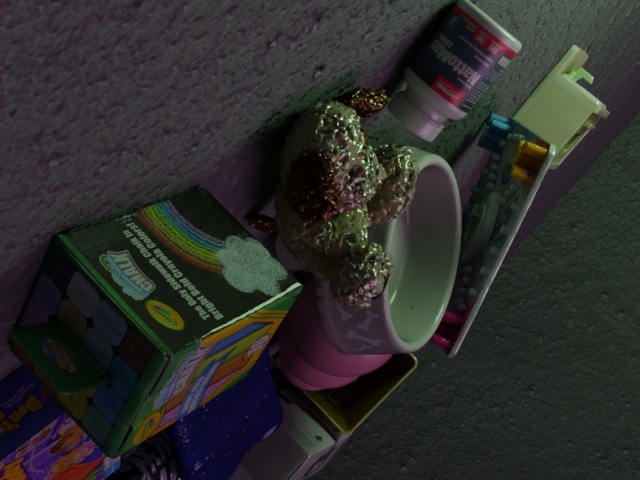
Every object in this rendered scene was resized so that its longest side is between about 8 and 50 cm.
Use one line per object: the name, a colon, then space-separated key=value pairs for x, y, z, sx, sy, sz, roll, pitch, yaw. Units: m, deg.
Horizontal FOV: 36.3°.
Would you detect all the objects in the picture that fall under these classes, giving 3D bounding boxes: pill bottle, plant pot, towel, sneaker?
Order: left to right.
sneaker: x=-0.284 y=0.359 z=1.617 sx=0.282 sy=0.099 sz=0.153 roll=-55 pitch=149 yaw=-21
towel: x=-0.167 y=0.257 z=1.569 sx=0.227 sy=0.076 sz=0.308 roll=-44 pitch=144 yaw=-33
pill bottle: x=0.000 y=0.000 z=1.480 sx=0.087 sy=0.087 sz=0.160 roll=-54 pitch=163 yaw=25
plant pot: x=0.049 y=0.259 z=2.065 sx=0.212 sy=0.212 sz=0.187 roll=-44 pitch=176 yaw=-8
pill bottle: x=0.178 y=-0.229 z=1.337 sx=0.180 sy=0.108 sz=0.108 roll=-52 pitch=164 yaw=17

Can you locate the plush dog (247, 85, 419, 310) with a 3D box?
plush dog: x=0.008 y=-0.076 z=1.230 sx=0.225 sy=0.210 sz=0.262 roll=91 pitch=15 yaw=-48

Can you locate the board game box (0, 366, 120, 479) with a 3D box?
board game box: x=-0.367 y=0.276 z=1.232 sx=0.233 sy=0.078 sz=0.347 roll=-38 pitch=162 yaw=-28

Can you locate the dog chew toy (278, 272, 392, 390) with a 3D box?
dog chew toy: x=0.018 y=0.175 z=1.779 sx=0.206 sy=0.206 sz=0.332 roll=-36 pitch=169 yaw=-33

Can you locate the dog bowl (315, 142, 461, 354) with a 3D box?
dog bowl: x=0.119 y=0.015 z=1.506 sx=0.349 sy=0.102 sz=0.349 roll=-29 pitch=123 yaw=-57

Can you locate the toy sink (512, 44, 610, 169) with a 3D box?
toy sink: x=0.519 y=-0.274 z=2.063 sx=0.234 sy=0.131 sz=0.153 roll=-52 pitch=164 yaw=16

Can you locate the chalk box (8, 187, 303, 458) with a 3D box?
chalk box: x=-0.195 y=0.092 z=1.039 sx=0.289 sy=0.180 sz=0.179 roll=-25 pitch=153 yaw=-50

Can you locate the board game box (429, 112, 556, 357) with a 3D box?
board game box: x=0.276 y=-0.028 z=1.760 sx=0.390 sy=0.050 sz=0.390 roll=-89 pitch=-157 yaw=-76

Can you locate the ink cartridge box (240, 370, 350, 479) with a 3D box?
ink cartridge box: x=-0.082 y=0.381 z=1.989 sx=0.121 sy=0.211 sz=0.289 roll=-51 pitch=165 yaw=10
